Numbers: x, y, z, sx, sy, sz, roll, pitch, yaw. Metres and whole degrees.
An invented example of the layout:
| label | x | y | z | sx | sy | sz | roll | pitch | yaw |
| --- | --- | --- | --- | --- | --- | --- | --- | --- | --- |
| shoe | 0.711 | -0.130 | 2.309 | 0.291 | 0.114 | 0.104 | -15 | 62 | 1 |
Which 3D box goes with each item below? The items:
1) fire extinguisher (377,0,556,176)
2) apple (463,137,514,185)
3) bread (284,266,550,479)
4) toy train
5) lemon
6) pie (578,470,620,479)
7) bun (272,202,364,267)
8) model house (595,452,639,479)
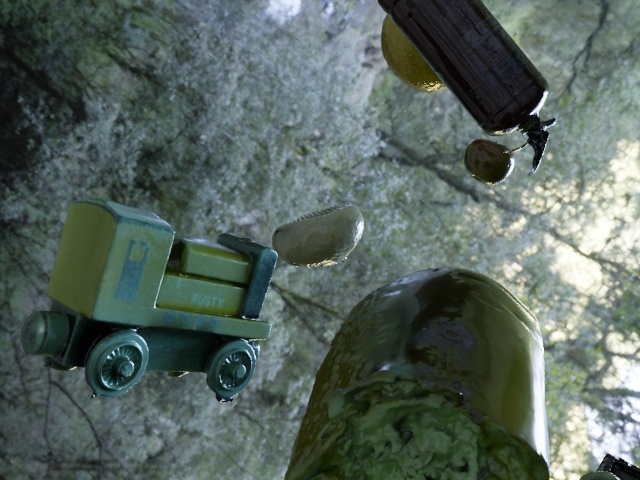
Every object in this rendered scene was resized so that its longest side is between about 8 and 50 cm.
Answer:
| label | x | y | z | sx | sy | sz | roll | pitch | yaw |
| --- | --- | --- | --- | --- | --- | --- | --- | --- | --- |
| fire extinguisher | 0.225 | -0.253 | 0.954 | 0.135 | 0.337 | 0.114 | -41 | 180 | -28 |
| apple | 0.293 | -0.140 | 1.153 | 0.074 | 0.089 | 0.089 | -56 | 164 | 5 |
| bread | 0.109 | 0.166 | 0.709 | 0.251 | 0.208 | 0.376 | -31 | -171 | 25 |
| toy train | -0.223 | 0.095 | 0.967 | 0.397 | 0.160 | 0.253 | 17 | 88 | -50 |
| lemon | 0.202 | -0.375 | 1.227 | 0.178 | 0.203 | 0.178 | -34 | -157 | 17 |
| pie | 0.517 | 0.455 | 1.208 | 0.084 | 0.084 | 0.021 | -63 | 176 | 39 |
| bun | 0.000 | 0.000 | 1.483 | 0.222 | 0.127 | 0.222 | -21 | -175 | 2 |
| model house | 0.705 | 0.689 | 1.523 | 0.282 | 0.297 | 0.317 | -124 | -132 | -68 |
